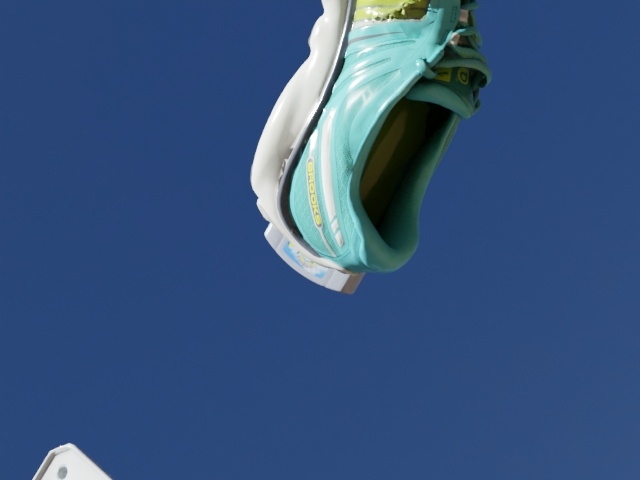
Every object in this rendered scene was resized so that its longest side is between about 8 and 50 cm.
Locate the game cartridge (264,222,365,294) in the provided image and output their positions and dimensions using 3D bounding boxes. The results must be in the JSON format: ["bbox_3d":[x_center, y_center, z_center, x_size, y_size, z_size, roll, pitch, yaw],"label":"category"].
[{"bbox_3d":[0.000,0.000,1.105,0.017,0.083,0.056,0,-59,-61],"label":"game cartridge"}]

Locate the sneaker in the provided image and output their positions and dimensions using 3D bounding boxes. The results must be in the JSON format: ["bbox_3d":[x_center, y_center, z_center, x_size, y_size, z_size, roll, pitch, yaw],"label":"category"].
[{"bbox_3d":[0.059,-0.110,0.853,0.107,0.110,0.275,12,-79,-39],"label":"sneaker"}]

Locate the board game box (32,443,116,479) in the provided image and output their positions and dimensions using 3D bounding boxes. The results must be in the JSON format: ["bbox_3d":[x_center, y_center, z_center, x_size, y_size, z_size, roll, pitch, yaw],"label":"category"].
[{"bbox_3d":[-0.151,0.382,0.961,0.050,0.390,0.390,32,-92,-46],"label":"board game box"}]
